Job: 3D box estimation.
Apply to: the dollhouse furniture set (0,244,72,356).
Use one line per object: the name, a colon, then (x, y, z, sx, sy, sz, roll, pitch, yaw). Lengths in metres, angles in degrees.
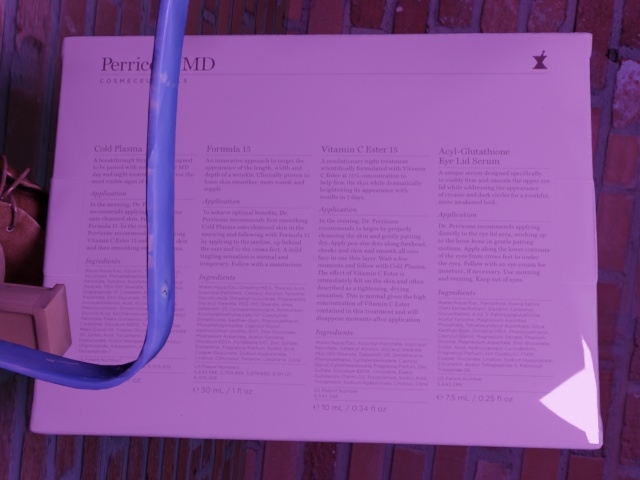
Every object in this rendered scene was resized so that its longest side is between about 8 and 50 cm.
dollhouse furniture set: (-0.232, 0.076, 0.661, 0.101, 0.182, 0.160, -70, 164, -61)

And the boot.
boot: (-0.246, -0.047, 0.727, 0.305, 0.115, 0.112, 79, 20, -62)

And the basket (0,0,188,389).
basket: (-0.192, -0.082, 0.426, 0.201, 0.289, 0.254, -35, 134, -73)

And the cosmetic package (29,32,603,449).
cosmetic package: (0.000, 0.000, 0.741, 0.097, 0.377, 0.284, 64, 28, -79)
